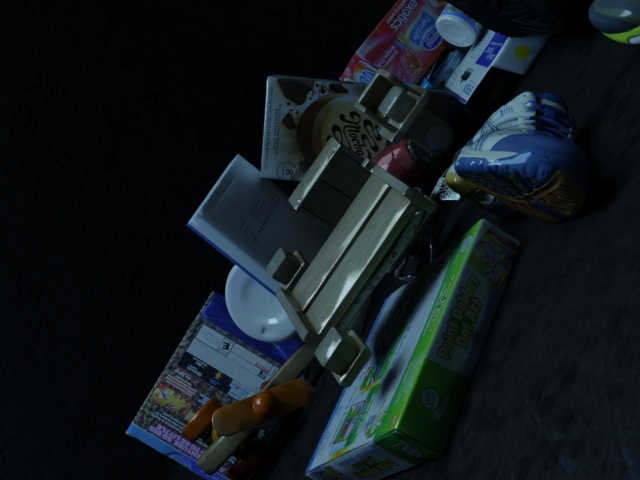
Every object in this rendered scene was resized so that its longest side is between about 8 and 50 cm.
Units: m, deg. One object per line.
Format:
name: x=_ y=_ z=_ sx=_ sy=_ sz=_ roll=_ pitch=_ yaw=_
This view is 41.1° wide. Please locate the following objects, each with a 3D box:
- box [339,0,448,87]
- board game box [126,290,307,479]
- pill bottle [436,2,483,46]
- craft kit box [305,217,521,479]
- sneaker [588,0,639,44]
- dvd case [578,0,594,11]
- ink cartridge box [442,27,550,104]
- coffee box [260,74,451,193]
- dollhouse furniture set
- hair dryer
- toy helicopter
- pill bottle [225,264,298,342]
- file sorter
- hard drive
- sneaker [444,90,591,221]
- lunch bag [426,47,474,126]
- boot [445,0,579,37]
box: x=0.167 y=-0.379 z=1.636 sx=0.257 sy=0.128 sz=0.122 roll=-53 pitch=3 yaw=-22
board game box: x=-0.192 y=0.290 z=1.648 sx=0.291 sy=0.232 sz=0.141 roll=-57 pitch=5 yaw=17
pill bottle: x=0.269 y=-0.421 z=1.522 sx=0.137 sy=0.078 sz=0.078 roll=-59 pitch=5 yaw=-15
craft kit box: x=0.093 y=0.129 z=0.904 sx=0.250 sy=0.061 sz=0.247 roll=-62 pitch=4 yaw=-30
sneaker: x=0.319 y=-0.280 z=0.744 sx=0.111 sy=0.121 sz=0.300 roll=-60 pitch=6 yaw=-22
dvd case: x=0.428 y=-0.425 z=1.085 sx=0.253 sy=0.022 sz=0.180 roll=-60 pitch=6 yaw=-10
ink cartridge box: x=0.327 y=-0.356 z=1.409 sx=0.307 sy=0.072 sz=0.303 roll=-60 pitch=6 yaw=14
coffee box: x=0.058 y=-0.180 z=1.427 sx=0.119 sy=0.297 sz=0.168 roll=-78 pitch=-7 yaw=-77
dollhouse furniture set: x=0.106 y=-0.010 z=0.991 sx=0.303 sy=0.173 sz=0.355 roll=-56 pitch=23 yaw=8
hair dryer: x=0.103 y=-0.057 z=1.282 sx=0.224 sy=0.080 sz=0.293 roll=-58 pitch=25 yaw=-15
toy helicopter: x=-0.080 y=0.250 z=1.443 sx=0.355 sy=0.140 sz=0.235 roll=-47 pitch=-4 yaw=-13
pill bottle: x=-0.042 y=0.073 z=1.566 sx=0.161 sy=0.161 sz=0.283 roll=-57 pitch=-12 yaw=21
file sorter: x=0.186 y=-0.192 z=1.547 sx=0.170 sy=0.104 sz=0.118 roll=-58 pitch=6 yaw=15
hard drive: x=-0.050 y=0.015 z=1.393 sx=0.040 sy=0.318 sz=0.210 roll=-44 pitch=13 yaw=32
sneaker: x=0.203 y=-0.098 z=0.854 sx=0.131 sy=0.111 sz=0.296 roll=-58 pitch=6 yaw=2
lunch bag: x=0.228 y=-0.270 z=1.679 sx=0.219 sy=0.090 sz=0.176 roll=-58 pitch=6 yaw=10
boot: x=0.306 y=-0.419 z=1.171 sx=0.260 sy=0.131 sz=0.348 roll=-60 pitch=24 yaw=4
